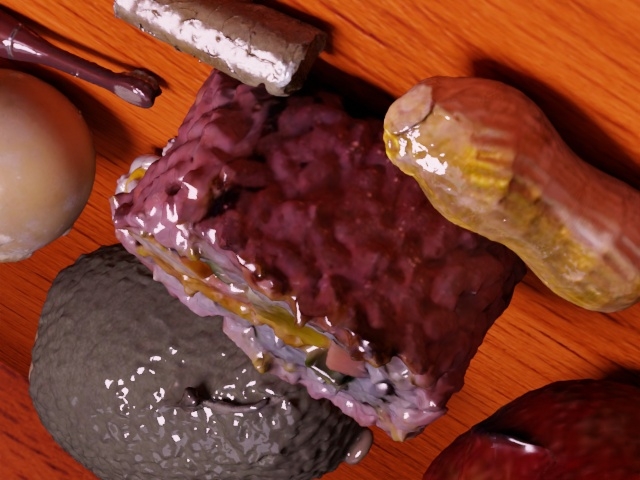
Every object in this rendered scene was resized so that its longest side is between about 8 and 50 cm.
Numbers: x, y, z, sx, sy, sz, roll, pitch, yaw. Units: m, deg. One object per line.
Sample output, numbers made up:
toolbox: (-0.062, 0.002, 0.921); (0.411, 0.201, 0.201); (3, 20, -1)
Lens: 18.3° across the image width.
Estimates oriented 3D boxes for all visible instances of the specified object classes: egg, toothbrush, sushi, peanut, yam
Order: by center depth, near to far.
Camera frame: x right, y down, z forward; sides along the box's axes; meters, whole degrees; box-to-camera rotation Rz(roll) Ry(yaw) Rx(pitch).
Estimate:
peanut: (0.127, -0.030, 1.186); (0.207, 0.087, 0.087); (34, 163, -22)
yam: (-0.062, -0.134, 1.256); (0.132, 0.054, 0.054); (26, 163, 15)
sushi: (0.000, 0.000, 1.343); (0.270, 0.170, 0.236); (33, 164, -2)
toothbrush: (-0.280, -0.175, 1.532); (0.364, 0.041, 0.041); (23, 162, 20)
egg: (-0.270, -0.062, 1.626); (0.164, 0.164, 0.201); (41, 164, -33)

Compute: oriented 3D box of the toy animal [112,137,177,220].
toy animal: (-0.131, -0.038, 1.625); (0.085, 0.071, 0.124); (19, 164, -37)

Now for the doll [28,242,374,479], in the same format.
doll: (-0.097, 0.119, 1.791); (0.350, 0.247, 0.247); (4, 150, 44)

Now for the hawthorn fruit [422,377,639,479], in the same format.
hawthorn fruit: (0.241, 0.307, 1.528); (0.403, 0.402, 0.403); (27, 163, 9)
